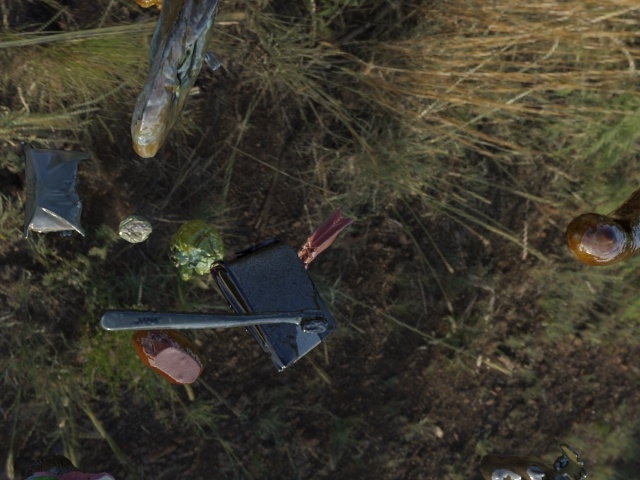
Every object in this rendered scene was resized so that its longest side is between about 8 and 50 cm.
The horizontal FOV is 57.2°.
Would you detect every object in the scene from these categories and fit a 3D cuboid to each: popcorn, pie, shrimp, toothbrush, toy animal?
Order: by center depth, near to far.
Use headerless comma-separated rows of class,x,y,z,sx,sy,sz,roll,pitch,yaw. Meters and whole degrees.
toothbrush,-0.124,0.101,0.740,0.297,0.030,0.030,5,120,-28
shrimp,-0.242,-0.347,0.992,0.110,0.221,0.445,19,109,-10
toy animal,0.399,0.439,1.100,0.186,0.214,0.093,42,50,-42
pie,-0.466,-0.028,1.473,0.084,0.020,0.084,-5,131,-6
popcorn,-0.413,0.040,1.933,0.212,0.198,0.198,-44,133,14

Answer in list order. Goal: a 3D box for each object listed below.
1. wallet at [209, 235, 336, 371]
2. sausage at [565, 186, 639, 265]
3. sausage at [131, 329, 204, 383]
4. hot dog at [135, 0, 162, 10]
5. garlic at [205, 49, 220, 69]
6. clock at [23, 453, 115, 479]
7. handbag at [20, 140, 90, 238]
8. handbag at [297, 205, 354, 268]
wallet,-0.091,0.125,1.262,0.071,0.262,0.221,-36,174,32
sausage,0.467,-0.018,0.919,0.302,0.076,0.102,-19,124,-41
sausage,-0.422,0.313,1.637,0.133,0.133,0.258,-48,138,-10
hot dog,-0.281,-0.586,1.162,0.122,0.196,0.272,20,81,-50
garlic,-0.375,-0.560,1.681,0.131,0.127,0.194,-34,106,24
clock,-0.578,0.540,1.268,0.194,0.195,0.100,4,92,-62
handbag,-0.750,-0.141,1.668,0.183,0.117,0.270,-1,89,-25
handbag,0.000,0.000,1.645,0.059,0.212,0.157,44,64,3
